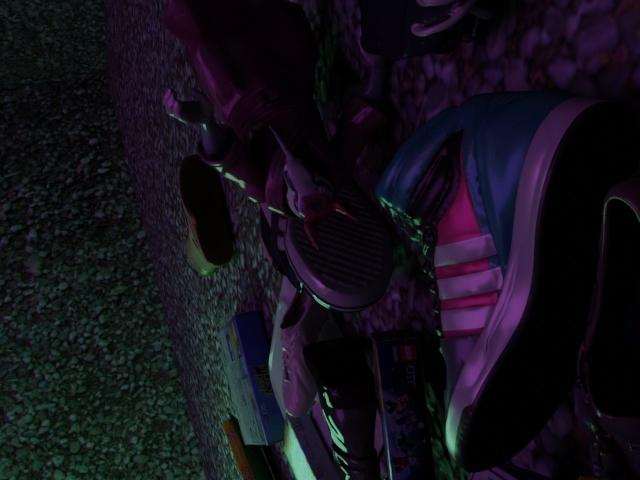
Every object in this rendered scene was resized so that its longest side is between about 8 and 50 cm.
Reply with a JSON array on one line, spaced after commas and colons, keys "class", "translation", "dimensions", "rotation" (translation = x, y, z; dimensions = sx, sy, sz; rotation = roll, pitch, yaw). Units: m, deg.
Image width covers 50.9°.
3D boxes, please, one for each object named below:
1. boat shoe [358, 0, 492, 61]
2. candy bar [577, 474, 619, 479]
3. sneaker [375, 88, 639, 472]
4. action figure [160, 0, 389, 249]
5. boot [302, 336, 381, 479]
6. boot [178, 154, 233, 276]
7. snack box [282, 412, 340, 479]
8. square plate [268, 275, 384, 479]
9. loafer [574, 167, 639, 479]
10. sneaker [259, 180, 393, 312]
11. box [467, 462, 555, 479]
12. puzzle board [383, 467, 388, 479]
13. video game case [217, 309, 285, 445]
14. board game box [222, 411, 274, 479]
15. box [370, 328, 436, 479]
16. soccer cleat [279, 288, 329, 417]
[{"class": "boat shoe", "translation": [0.107, -0.217, 0.475], "dimensions": [0.340, 0.127, 0.158], "rotation": [-140, 36, -70]}, {"class": "candy bar", "translation": [0.229, 0.165, 0.392], "dimensions": [0.161, 0.018, 0.040], "rotation": [-3, 124, 43]}, {"class": "sneaker", "translation": [0.115, 0.017, 0.529], "dimensions": [0.178, 0.123, 0.296], "rotation": [41, 127, 52]}, {"class": "action figure", "translation": [-0.064, -0.128, 0.759], "dimensions": [0.276, 0.248, 0.370], "rotation": [107, 148, -53]}, {"class": "boot", "translation": [0.031, 0.222, 0.850], "dimensions": [0.246, 0.083, 0.161], "rotation": [-111, 13, -81]}, {"class": "boot", "translation": [-0.280, -0.052, 1.575], "dimensions": [0.203, 0.095, 0.262], "rotation": [146, 107, -69]}, {"class": "snack box", "translation": [-0.017, 0.346, 1.042], "dimensions": [0.141, 0.037, 0.100], "rotation": [-123, 28, -42]}, {"class": "square plate", "translation": [-0.014, 0.250, 1.107], "dimensions": [0.344, 0.049, 0.347], "rotation": [101, 149, -46]}, {"class": "loafer", "translation": [0.195, 0.074, 0.423], "dimensions": [0.096, 0.084, 0.268], "rotation": [38, 136, 56]}, {"class": "sneaker", "translation": [0.000, 0.000, 0.837], "dimensions": [0.321, 0.126, 0.128], "rotation": [-111, 24, -51]}, {"class": "box", "translation": [0.190, 0.279, 0.439], "dimensions": [0.169, 0.087, 0.290], "rotation": [-66, 23, -3]}, {"class": "puzzle board", "translation": [0.116, 0.339, 0.870], "dimensions": [0.128, 0.011, 0.096], "rotation": [-126, 32, -46]}, {"class": "video game case", "translation": [-0.150, 0.306, 1.466], "dimensions": [0.244, 0.061, 0.270], "rotation": [136, 120, -67]}, {"class": "board game box", "translation": [-0.154, 0.521, 1.555], "dimensions": [0.124, 0.039, 0.259], "rotation": [53, -176, -44]}, {"class": "box", "translation": [0.090, 0.215, 0.713], "dimensions": [0.159, 0.044, 0.233], "rotation": [56, -152, -85]}, {"class": "soccer cleat", "translation": [-0.033, 0.154, 0.967], "dimensions": [0.068, 0.076, 0.196], "rotation": [3, 79, 44]}]
